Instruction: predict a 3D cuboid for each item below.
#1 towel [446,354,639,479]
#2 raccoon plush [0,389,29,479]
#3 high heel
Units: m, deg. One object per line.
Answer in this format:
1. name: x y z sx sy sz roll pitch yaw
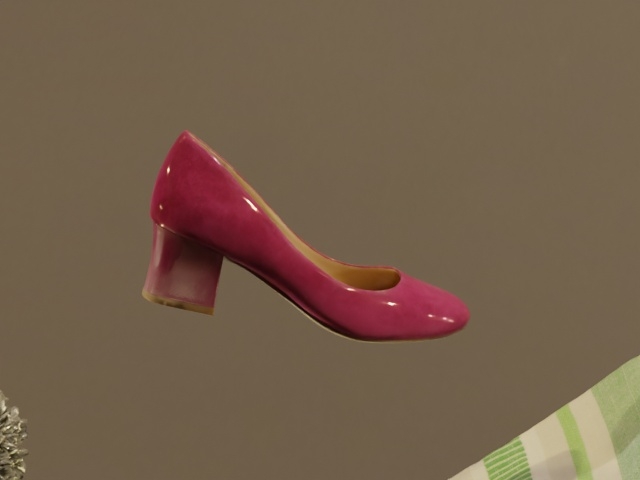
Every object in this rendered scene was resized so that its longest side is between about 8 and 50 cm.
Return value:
1. towel: 0.123 0.222 1.179 0.325 0.248 0.038 -35 -72 13
2. raccoon plush: -0.394 0.210 1.398 0.216 0.446 0.299 -53 -40 1
3. high heel: 0.000 0.000 1.111 0.244 0.082 0.117 10 -79 -14
